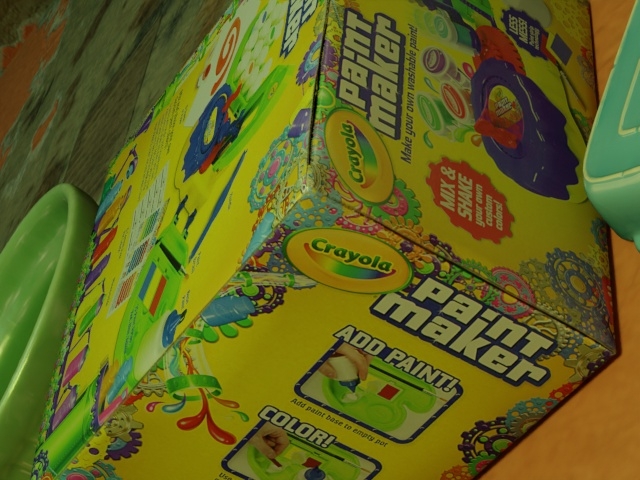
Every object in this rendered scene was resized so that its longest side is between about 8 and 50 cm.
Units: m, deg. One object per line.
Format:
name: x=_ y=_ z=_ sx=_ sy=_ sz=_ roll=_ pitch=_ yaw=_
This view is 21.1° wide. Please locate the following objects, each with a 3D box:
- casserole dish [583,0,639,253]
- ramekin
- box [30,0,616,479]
casserole dish: x=0.176 y=-0.084 z=0.814 sx=0.114 sy=0.037 sz=0.188 roll=-19 pitch=47 yaw=64
ramekin: x=-0.201 y=0.122 z=1.341 sx=0.303 sy=0.148 sz=0.303 roll=-52 pitch=22 yaw=30
box: x=0.000 y=0.000 z=0.939 sx=0.279 sy=0.177 sz=0.290 roll=-48 pitch=23 yaw=37
